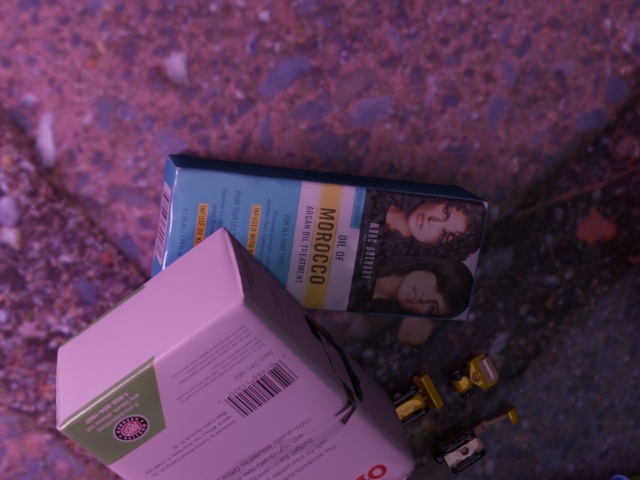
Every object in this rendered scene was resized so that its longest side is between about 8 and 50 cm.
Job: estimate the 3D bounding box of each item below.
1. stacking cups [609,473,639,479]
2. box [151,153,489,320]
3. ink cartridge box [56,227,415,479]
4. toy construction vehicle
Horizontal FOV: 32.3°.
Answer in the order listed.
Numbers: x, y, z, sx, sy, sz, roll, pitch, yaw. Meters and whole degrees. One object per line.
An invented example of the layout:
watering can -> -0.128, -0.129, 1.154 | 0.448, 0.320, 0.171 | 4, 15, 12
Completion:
stacking cups -> 0.244, 0.250, 0.956 | 0.316, 0.096, 0.096 | -8, 105, -14
box -> 0.000, 0.000, 0.845 | 0.244, 0.060, 0.100 | 5, 102, -17
ink cartridge box -> -0.058, 0.124, 0.803 | 0.160, 0.092, 0.219 | -35, 125, 10
toy construction vehicle -> 0.111, 0.144, 0.930 | 0.098, 0.035, 0.086 | -32, 99, -9
